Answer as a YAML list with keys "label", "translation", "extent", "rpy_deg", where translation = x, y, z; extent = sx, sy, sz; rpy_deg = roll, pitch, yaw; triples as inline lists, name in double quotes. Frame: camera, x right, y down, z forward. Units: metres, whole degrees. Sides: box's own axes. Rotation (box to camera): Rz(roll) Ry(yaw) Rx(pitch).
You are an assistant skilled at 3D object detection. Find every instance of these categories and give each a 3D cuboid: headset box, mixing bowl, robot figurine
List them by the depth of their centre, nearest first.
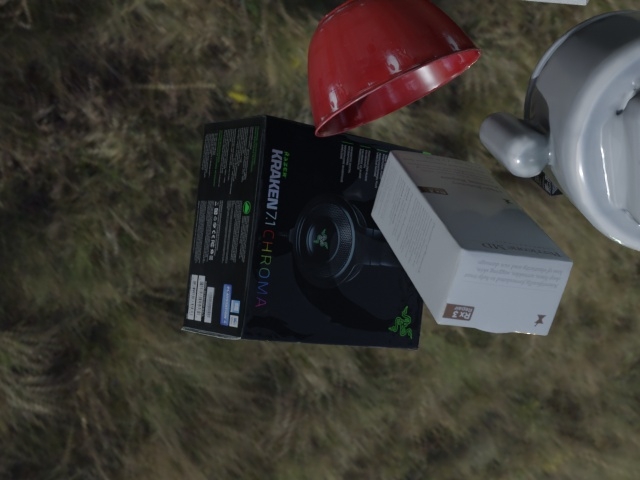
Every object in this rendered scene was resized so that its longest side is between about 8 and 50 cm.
- label: "robot figurine"
  translation: [0.306, -0.110, 0.941]
  extent: [0.300, 0.353, 0.200]
  rpy_deg: [-4, 107, 2]
- label: "mixing bowl"
  translation: [0.056, -0.185, 0.977]
  extent: [0.181, 0.098, 0.181]
  rpy_deg: [-26, 178, -1]
- label: "headset box"
  translation: [0.000, 0.000, 1.175]
  extent: [0.283, 0.131, 0.246]
  rpy_deg: [9, 86, -38]
- label: "headset box"
  translation: [0.320, -0.107, 1.391]
  extent: [0.032, 0.083, 0.062]
  rpy_deg: [-8, 115, -9]

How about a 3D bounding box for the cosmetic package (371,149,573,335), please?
- label: "cosmetic package"
  translation: [0.140, -0.004, 0.975]
  extent: [0.117, 0.231, 0.085]
  rpy_deg: [7, 114, -19]

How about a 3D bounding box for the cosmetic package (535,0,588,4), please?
- label: "cosmetic package"
  translation: [0.177, -0.407, 1.219]
  extent: [0.197, 0.365, 0.155]
  rpy_deg: [-54, 144, -43]
